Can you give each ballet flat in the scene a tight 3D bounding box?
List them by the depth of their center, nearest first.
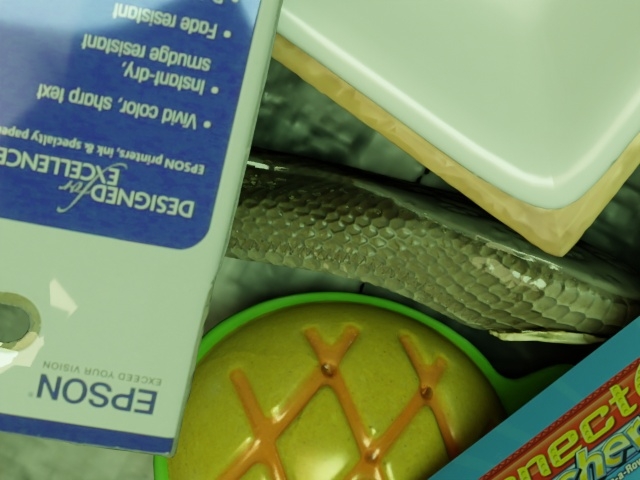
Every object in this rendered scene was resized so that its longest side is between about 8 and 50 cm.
[{"bbox_3d":[0.000,0.000,0.652,0.250,0.084,0.058,16,98,6],"label":"ballet flat"}]

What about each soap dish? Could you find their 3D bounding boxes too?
[{"bbox_3d":[0.076,-0.177,0.576,0.229,0.118,0.291,35,107,-4],"label":"soap dish"}]

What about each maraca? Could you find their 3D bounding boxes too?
[{"bbox_3d":[0.028,0.088,0.667,0.185,0.099,0.127,12,85,-10],"label":"maraca"}]

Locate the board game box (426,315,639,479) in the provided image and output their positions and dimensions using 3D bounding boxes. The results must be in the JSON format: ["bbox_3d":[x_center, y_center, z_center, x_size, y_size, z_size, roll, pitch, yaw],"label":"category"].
[{"bbox_3d":[0.216,0.129,0.612,0.302,0.086,0.308,-40,119,14],"label":"board game box"}]

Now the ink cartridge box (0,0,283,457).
[{"bbox_3d":[-0.089,-0.128,0.492,0.175,0.069,0.371,10,104,-12],"label":"ink cartridge box"}]
